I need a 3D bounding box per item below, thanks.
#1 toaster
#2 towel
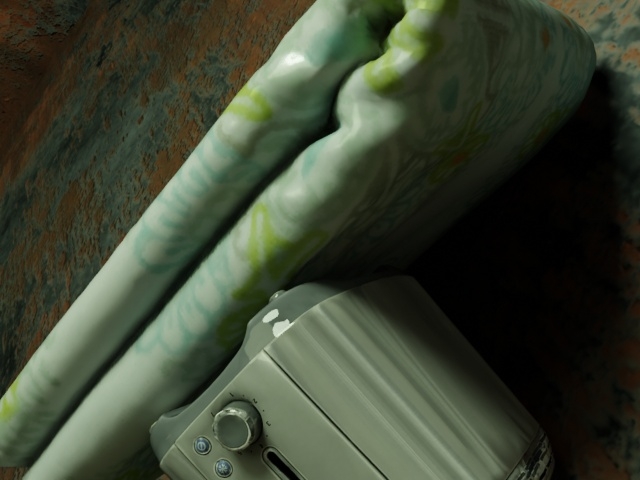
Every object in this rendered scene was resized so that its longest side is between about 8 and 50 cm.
[{"bbox_3d":[0.030,0.104,0.482,0.129,0.146,0.227,-46,-14,16],"label":"toaster"},{"bbox_3d":[0.000,0.000,0.570,0.374,0.090,0.320,-48,-11,23],"label":"towel"}]
